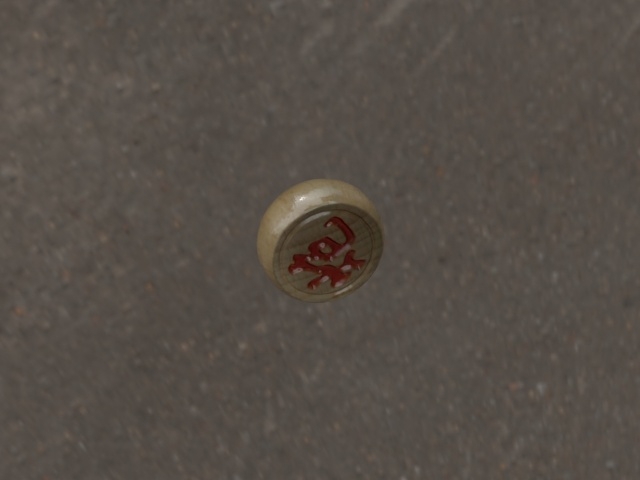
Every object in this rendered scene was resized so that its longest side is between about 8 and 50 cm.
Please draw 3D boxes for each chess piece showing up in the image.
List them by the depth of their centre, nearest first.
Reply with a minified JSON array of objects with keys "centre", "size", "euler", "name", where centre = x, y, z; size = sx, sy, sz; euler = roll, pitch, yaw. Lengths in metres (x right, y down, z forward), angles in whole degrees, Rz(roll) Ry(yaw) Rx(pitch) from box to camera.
[{"centre":[0.000,0.000,1.115],"size":[0.084,0.083,0.038],"euler":[-25,38,-3],"name":"chess piece"}]
